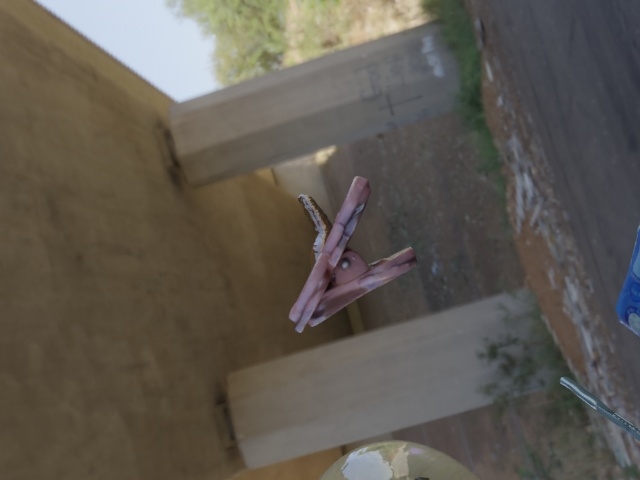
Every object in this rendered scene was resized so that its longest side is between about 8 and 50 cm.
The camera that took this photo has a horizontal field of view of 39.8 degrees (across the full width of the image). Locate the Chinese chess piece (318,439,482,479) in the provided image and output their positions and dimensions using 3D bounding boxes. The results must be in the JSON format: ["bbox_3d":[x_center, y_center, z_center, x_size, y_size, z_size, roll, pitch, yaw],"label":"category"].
[{"bbox_3d":[0.102,0.351,0.978,0.102,0.273,0.273,-30,-73,-43],"label":"Chinese chess piece"}]

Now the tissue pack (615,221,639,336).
[{"bbox_3d":[0.412,0.045,0.784,0.263,0.146,0.198,-133,43,-57],"label":"tissue pack"}]

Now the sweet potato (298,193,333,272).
[{"bbox_3d":[0.000,0.000,1.374,0.050,0.050,0.214,66,-171,-48],"label":"sweet potato"}]

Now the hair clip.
[{"bbox_3d":[0.012,0.013,0.867,0.102,0.138,0.123,58,-177,1],"label":"hair clip"}]

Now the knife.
[{"bbox_3d":[0.376,0.225,1.173,0.028,0.015,0.210,32,-177,-19],"label":"knife"}]
